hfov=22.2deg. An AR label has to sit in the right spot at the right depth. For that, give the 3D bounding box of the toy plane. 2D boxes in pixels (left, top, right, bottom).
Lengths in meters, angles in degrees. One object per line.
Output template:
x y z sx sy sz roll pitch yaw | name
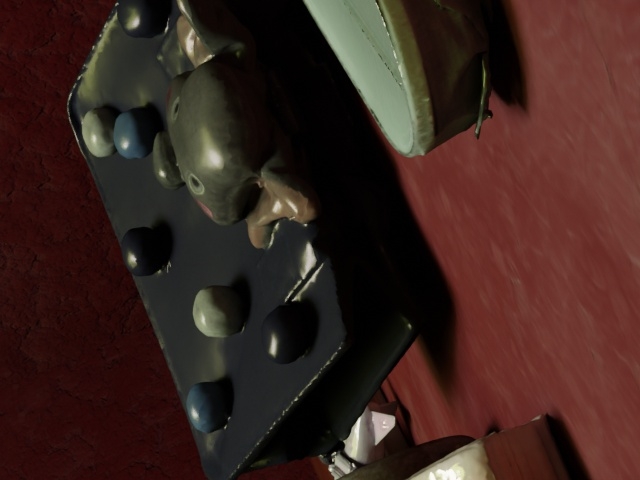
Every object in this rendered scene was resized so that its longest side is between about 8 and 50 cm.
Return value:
0.036 0.210 1.425 0.162 0.065 0.171 36 123 48 | toy plane

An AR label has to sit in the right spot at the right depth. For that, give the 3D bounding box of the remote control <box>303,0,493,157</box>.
0.009 -0.128 0.677 0.247 0.052 0.104 -118 9 -46 | remote control

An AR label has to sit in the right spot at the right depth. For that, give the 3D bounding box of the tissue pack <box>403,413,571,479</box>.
0.110 0.266 0.803 0.170 0.071 0.325 -42 65 49 | tissue pack

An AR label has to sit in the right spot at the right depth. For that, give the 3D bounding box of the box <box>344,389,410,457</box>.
0.062 0.228 1.497 0.122 0.032 0.220 99 153 -42 | box

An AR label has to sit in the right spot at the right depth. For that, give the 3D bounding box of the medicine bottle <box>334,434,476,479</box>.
0.095 0.288 0.962 0.151 0.151 0.322 86 161 -72 | medicine bottle

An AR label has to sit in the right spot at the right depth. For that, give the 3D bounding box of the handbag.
-0.058 -0.033 1.052 0.325 0.118 0.269 65 147 24 | handbag
